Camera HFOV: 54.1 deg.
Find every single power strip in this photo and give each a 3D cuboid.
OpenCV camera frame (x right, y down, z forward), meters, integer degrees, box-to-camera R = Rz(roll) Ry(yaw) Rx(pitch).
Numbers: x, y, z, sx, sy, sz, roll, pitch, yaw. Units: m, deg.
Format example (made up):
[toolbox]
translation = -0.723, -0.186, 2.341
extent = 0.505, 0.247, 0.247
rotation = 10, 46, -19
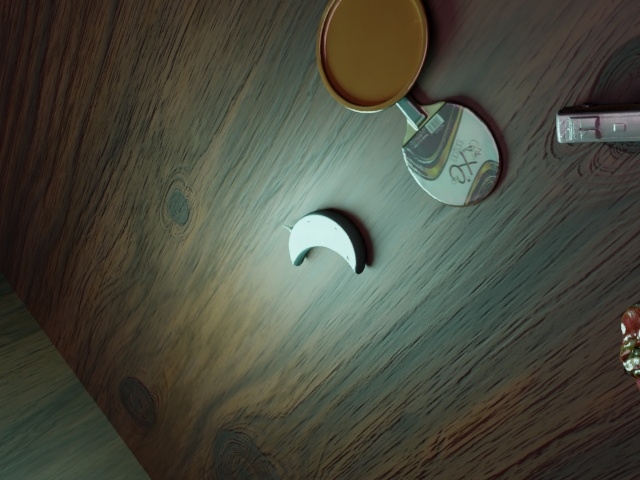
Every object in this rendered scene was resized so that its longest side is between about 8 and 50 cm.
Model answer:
[power strip]
translation = 0.000, 0.000, 1.368
extent = 0.215, 0.044, 0.137
rotation = 8, 111, 36

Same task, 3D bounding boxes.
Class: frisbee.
[frisbee]
translation = 0.091, -0.361, 1.149
extent = 0.250, 0.021, 0.251
rotation = 8, 102, 39

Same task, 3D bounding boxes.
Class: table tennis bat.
[table tennis bat]
translation = 0.206, -0.196, 1.144
extent = 0.301, 0.022, 0.173
rotation = 52, 129, 8

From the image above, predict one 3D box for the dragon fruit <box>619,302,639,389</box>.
[dragon fruit]
translation = 0.562, 0.113, 0.837
extent = 0.250, 0.250, 0.315
rotation = 39, 84, 21

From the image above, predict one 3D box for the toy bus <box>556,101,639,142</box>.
[toy bus]
translation = 0.438, -0.175, 0.932
extent = 0.171, 0.072, 0.058
rotation = 5, 114, 38
